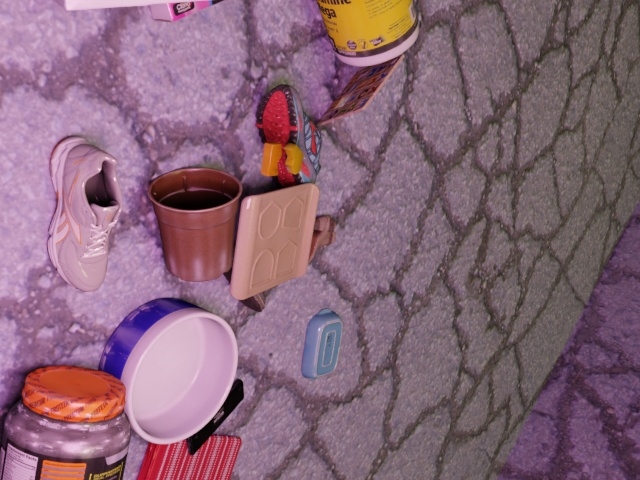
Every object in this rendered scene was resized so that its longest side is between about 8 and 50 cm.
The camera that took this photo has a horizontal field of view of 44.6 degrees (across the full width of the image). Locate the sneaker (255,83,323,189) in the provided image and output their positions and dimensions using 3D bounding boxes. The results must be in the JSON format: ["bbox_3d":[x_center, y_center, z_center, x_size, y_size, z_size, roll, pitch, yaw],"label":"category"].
[{"bbox_3d":[-0.056,-0.218,1.615,0.125,0.104,0.262,-50,147,-39],"label":"sneaker"}]

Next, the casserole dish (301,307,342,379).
[{"bbox_3d":[0.009,0.261,1.926,0.114,0.037,0.188,-7,110,-49],"label":"casserole dish"}]

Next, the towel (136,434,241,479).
[{"bbox_3d":[-0.289,0.510,1.674,0.275,0.031,0.199,23,85,-54],"label":"towel"}]

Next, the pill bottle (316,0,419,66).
[{"bbox_3d":[0.071,-0.532,1.545,0.188,0.188,0.334,-48,136,-26],"label":"pill bottle"}]

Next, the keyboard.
[{"bbox_3d":[-0.232,0.364,1.677,0.192,0.038,0.100,-46,149,-45],"label":"keyboard"}]

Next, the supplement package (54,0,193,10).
[{"bbox_3d":[-0.276,-0.426,1.151,0.244,0.134,0.139,-12,118,-25],"label":"supplement package"}]

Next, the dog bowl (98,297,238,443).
[{"bbox_3d":[-0.289,0.248,1.503,0.265,0.104,0.265,-24,123,-43],"label":"dog bowl"}]

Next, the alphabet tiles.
[{"bbox_3d":[0.102,-0.345,1.668,0.009,0.198,0.237,43,69,-20],"label":"alphabet tiles"}]

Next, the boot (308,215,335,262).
[{"bbox_3d":[0.000,0.000,1.802,0.087,0.042,0.118,7,100,-54],"label":"boot"}]

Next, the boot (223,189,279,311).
[{"bbox_3d":[-0.114,0.024,1.660,0.208,0.076,0.190,-54,142,-31],"label":"boot"}]

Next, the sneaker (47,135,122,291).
[{"bbox_3d":[-0.375,-0.030,1.269,0.099,0.121,0.262,-20,120,-44],"label":"sneaker"}]

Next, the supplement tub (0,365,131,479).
[{"bbox_3d":[-0.436,0.396,1.306,0.207,0.207,0.338,3,103,-51],"label":"supplement tub"}]

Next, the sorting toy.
[{"bbox_3d":[-0.087,-0.049,1.547,0.229,0.041,0.307,-16,121,-54],"label":"sorting toy"}]

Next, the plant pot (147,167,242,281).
[{"bbox_3d":[-0.225,-0.025,1.433,0.167,0.167,0.165,-30,134,-40],"label":"plant pot"}]

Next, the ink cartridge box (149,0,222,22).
[{"bbox_3d":[-0.238,-0.561,1.264,0.175,0.069,0.371,-37,128,-35],"label":"ink cartridge box"}]
